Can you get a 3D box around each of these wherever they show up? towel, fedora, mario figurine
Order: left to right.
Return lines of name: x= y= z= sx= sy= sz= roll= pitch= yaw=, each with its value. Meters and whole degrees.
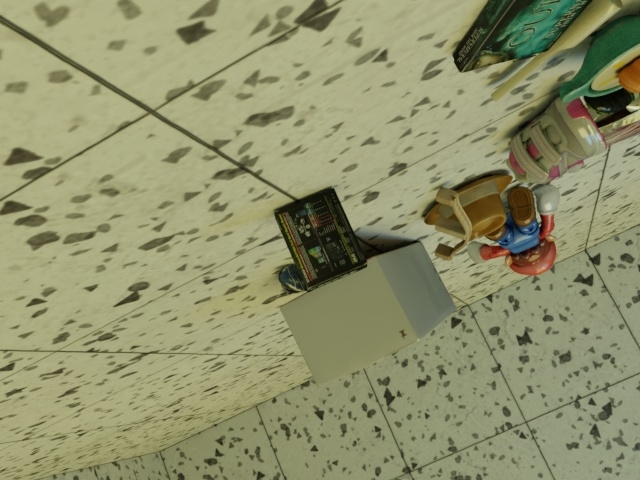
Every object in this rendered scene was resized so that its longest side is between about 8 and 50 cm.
fedora: x=0.286 y=-0.050 z=1.395 sx=0.194 sy=0.079 sz=0.194 roll=-22 pitch=165 yaw=-6
mario figurine: x=0.414 y=-0.034 z=1.642 sx=0.198 sy=0.170 sz=0.320 roll=8 pitch=167 yaw=26
towel: x=0.595 y=-0.219 z=1.352 sx=0.197 sy=0.029 sz=0.144 roll=-19 pitch=175 yaw=-26

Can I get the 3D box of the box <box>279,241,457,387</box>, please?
box: x=0.107 y=0.133 z=1.477 sx=0.215 sy=0.168 sz=0.345 roll=-29 pitch=174 yaw=20

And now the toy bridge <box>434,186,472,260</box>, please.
toy bridge: x=0.235 y=-0.023 z=1.335 sx=0.026 sy=0.063 sz=0.188 roll=-57 pitch=156 yaw=-28

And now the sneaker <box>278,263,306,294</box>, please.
sneaker: x=-0.049 y=0.079 z=1.384 sx=0.058 sy=0.052 sz=0.135 roll=-25 pitch=165 yaw=19

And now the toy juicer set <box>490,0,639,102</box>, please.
toy juicer set: x=0.393 y=-0.239 z=0.905 sx=0.329 sy=0.089 sz=0.209 roll=-18 pitch=164 yaw=-20

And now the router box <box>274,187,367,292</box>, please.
router box: x=0.000 y=0.000 z=1.054 sx=0.092 sy=0.122 sz=0.038 roll=-22 pitch=169 yaw=-7

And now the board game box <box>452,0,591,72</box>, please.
board game box: x=0.225 y=-0.243 z=0.761 sx=0.126 sy=0.026 sz=0.186 roll=-18 pitch=164 yaw=-21

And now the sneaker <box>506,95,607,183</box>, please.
sneaker: x=0.348 y=-0.140 z=1.144 sx=0.111 sy=0.102 sz=0.252 roll=-26 pitch=164 yaw=-1

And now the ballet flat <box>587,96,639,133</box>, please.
ballet flat: x=0.469 y=-0.206 z=1.196 sx=0.168 sy=0.057 sz=0.052 roll=-31 pitch=154 yaw=21

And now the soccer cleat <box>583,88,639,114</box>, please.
soccer cleat: x=0.449 y=-0.232 z=1.087 sx=0.179 sy=0.060 sz=0.072 roll=-23 pitch=156 yaw=-29
